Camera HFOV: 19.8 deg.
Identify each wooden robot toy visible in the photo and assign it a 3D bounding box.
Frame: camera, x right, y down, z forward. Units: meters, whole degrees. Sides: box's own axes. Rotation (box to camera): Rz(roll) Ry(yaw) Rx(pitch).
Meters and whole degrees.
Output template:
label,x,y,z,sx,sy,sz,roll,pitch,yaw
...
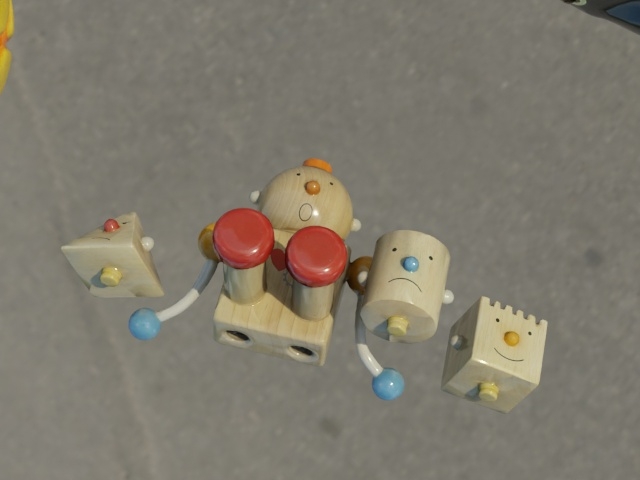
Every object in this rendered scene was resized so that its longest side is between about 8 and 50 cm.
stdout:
label,x,y,z,sx,sy,sz,roll,pitch,yaw
wooden robot toy,0.000,0.000,0.661,0.173,0.079,0.076,13,146,3

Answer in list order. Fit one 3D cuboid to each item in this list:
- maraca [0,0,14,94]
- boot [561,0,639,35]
label,x,y,z,sx,sy,sz,roll,pitch,yaw
maraca,-0.177,-0.082,0.783,0.127,0.099,0.185,-126,19,-56
boot,0.228,-0.168,1.061,0.284,0.377,0.138,25,94,10
